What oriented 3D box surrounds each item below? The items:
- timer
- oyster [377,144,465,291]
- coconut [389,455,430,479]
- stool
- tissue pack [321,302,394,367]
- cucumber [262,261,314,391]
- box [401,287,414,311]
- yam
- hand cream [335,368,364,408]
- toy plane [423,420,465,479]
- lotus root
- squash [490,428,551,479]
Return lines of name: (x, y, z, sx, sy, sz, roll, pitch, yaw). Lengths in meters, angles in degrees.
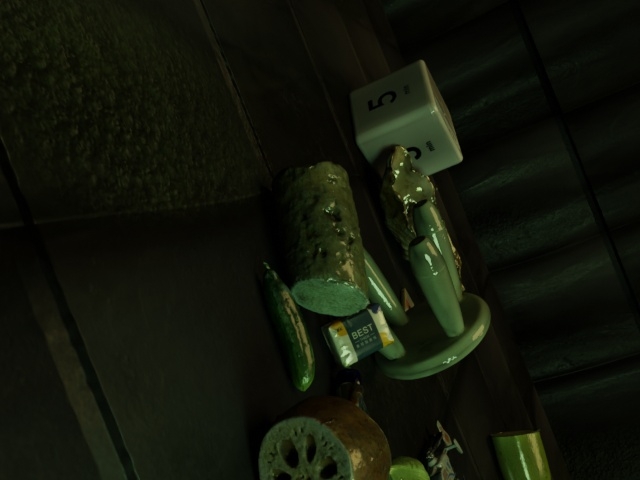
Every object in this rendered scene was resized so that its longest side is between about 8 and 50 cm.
timer: (0.196, -0.264, 1.582, 0.192, 0.195, 0.194, 50, 27, -43)
oyster: (0.212, -0.032, 1.497, 0.341, 0.110, 0.166, 58, 37, -19)
coconut: (0.099, 0.314, 0.852, 0.088, 0.088, 0.096, -84, 153, -54)
stool: (0.128, 0.079, 1.034, 0.199, 0.195, 0.195, 56, 21, -17)
tissue pack: (0.050, 0.127, 0.919, 0.062, 0.083, 0.042, 69, -20, -4)
cucumber: (-0.036, 0.097, 0.789, 0.037, 0.037, 0.155, 0, 70, -70)
box: (0.175, 0.137, 1.364, 0.046, 0.012, 0.083, 60, 20, -24)
yam: (0.000, 0.000, 0.885, 0.107, 0.107, 0.194, 41, 34, -54)
hand cream: (0.035, 0.232, 0.839, 0.163, 0.039, 0.062, -87, 165, -47)
toy plane: (0.199, 0.370, 1.118, 0.078, 0.053, 0.197, 58, 23, -2)
lotus root: (0.001, 0.206, 0.645, 0.081, 0.122, 0.112, 18, 77, -59)
squash: (0.486, 0.544, 1.624, 0.123, 0.123, 0.187, 16, 58, -67)
